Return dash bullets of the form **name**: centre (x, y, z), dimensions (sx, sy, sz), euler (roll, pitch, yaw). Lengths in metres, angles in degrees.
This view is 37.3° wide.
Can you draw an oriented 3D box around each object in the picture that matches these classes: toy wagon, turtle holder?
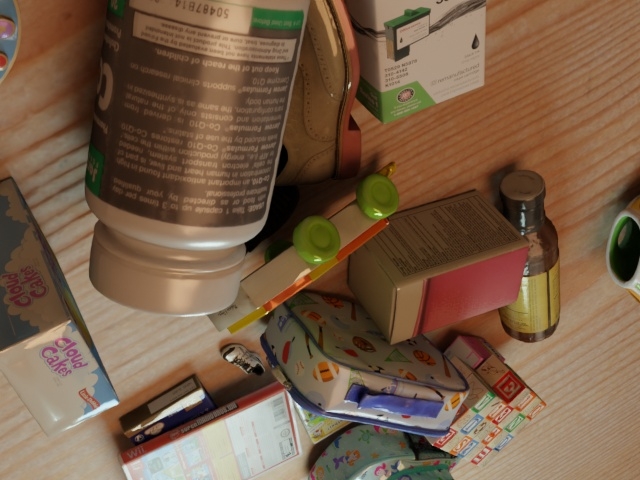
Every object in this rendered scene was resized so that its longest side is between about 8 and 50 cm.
- **toy wagon**: centre (0.000, 0.000, 1.249), dimensions (0.344, 0.068, 0.267), euler (-35, -179, -37)
- **turtle holder**: centre (0.642, -0.008, 1.647), dimensions (0.227, 0.243, 0.320), euler (2, 137, -13)

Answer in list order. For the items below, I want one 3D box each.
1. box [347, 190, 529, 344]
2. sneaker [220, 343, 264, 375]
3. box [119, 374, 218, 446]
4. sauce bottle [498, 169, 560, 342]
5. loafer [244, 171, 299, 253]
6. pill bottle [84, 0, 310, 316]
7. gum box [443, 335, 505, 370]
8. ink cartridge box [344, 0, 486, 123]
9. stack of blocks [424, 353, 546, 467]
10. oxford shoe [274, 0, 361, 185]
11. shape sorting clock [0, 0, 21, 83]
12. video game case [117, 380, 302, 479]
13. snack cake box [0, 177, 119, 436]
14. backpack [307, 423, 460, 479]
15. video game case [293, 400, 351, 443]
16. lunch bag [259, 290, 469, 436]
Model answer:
- **box**: centre (0.176, 0.038, 1.446), dimensions (0.232, 0.149, 0.127), euler (-16, 134, -20)
- **sneaker**: centre (-0.117, 0.187, 1.469), dimensions (0.083, 0.037, 0.032), euler (24, 113, -42)
- **box**: centre (-0.214, 0.319, 1.524), dimensions (0.136, 0.036, 0.225), euler (-31, 138, -7)
- **sauce bottle**: centre (0.344, 0.028, 1.576), dimensions (0.111, 0.111, 0.344), euler (-25, 136, -12)
- **loafer**: centre (-0.123, -0.012, 1.277), dimensions (0.220, 0.078, 0.080), euler (-40, 93, -7)
- **pill bottle**: centre (-0.142, -0.115, 1.018), dimensions (0.204, 0.204, 0.361), euler (-1, 113, -32)
- **gum box**: centre (0.238, 0.264, 1.732), dimensions (0.188, 0.062, 0.107), euler (-52, 149, 16)
- **ink cartridge box**: centre (0.117, -0.278, 1.173), dimensions (0.160, 0.093, 0.219), euler (-23, 136, -15)
- **stack of blocks**: centre (0.275, 0.290, 1.656), dimensions (0.171, 0.087, 0.297), euler (-46, 148, 5)
- **oxford shoe**: centre (-0.029, -0.196, 1.134), dimensions (0.130, 0.123, 0.348), euler (-17, 132, -10)
- **shape sorting clock**: centre (-0.400, -0.205, 0.941), dimensions (0.206, 0.040, 0.206), euler (-18, 134, -19)
- **video game case**: centre (-0.169, 0.347, 1.532), dimensions (0.285, 0.025, 0.204), euler (-23, 138, -15)
- **snack cake box**: centre (-0.327, 0.069, 1.062), dimensions (0.089, 0.264, 0.152), euler (-25, 137, -13)
- **backpack**: centre (0.112, 0.447, 1.745), dimensions (0.253, 0.191, 0.225), euler (14, 122, -33)
- **video game case**: centre (0.056, 0.236, 1.634), dimensions (0.227, 0.026, 0.206), euler (-30, 137, -9)
- **lunch bag**: centre (0.062, 0.191, 1.422), dimensions (0.303, 0.243, 0.115), euler (15, 110, -32)
